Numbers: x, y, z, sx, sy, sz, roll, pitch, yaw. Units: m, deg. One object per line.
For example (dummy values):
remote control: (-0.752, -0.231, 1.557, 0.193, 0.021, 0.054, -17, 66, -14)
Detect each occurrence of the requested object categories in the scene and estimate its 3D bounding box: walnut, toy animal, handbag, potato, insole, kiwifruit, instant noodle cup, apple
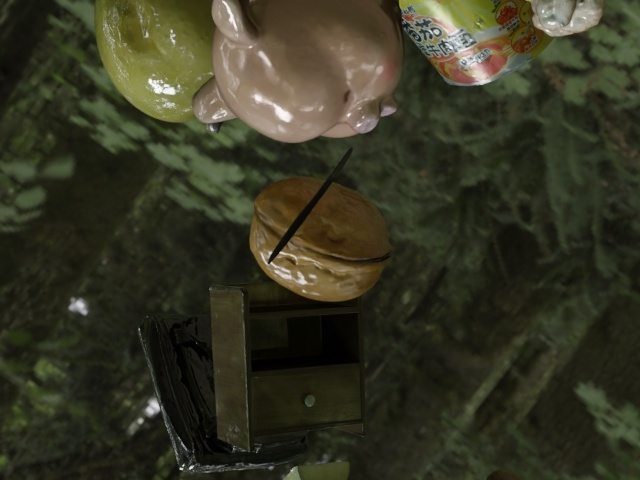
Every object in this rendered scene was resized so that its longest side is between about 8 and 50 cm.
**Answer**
walnut: (0.000, 0.000, 1.335, 0.180, 0.144, 0.144, 15, -172, -5)
toy animal: (0.239, -0.307, 1.258, 0.185, 0.104, 0.184, 30, -169, 0)
handbag: (-0.150, 0.230, 1.732, 0.244, 0.088, 0.275, 3, -125, -38)
potato: (-0.015, 0.465, 1.979, 0.120, 0.149, 0.081, 3, -128, -33)
insole: (-0.010, -0.034, 1.063, 0.002, 0.152, 0.053, 34, 156, 6)
kiwifruit: (0.295, 0.434, 1.798, 0.075, 0.075, 0.124, 34, -131, -26)
instant noodle cup: (0.227, -0.368, 1.649, 0.200, 0.264, 0.264, 54, 177, -29)
toy animal: (-0.022, -0.256, 1.151, 0.326, 0.269, 0.237, 57, 158, 11)
apple: (-0.190, -0.321, 1.620, 0.254, 0.292, 0.292, 57, -174, -2)

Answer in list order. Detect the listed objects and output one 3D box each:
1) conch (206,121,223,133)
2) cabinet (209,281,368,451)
conch: (-0.166, -0.304, 1.922, 0.086, 0.232, 0.080, 28, -171, -2)
cabinet: (-0.043, 0.165, 1.504, 0.175, 0.215, 0.148, -2, 180, -23)
